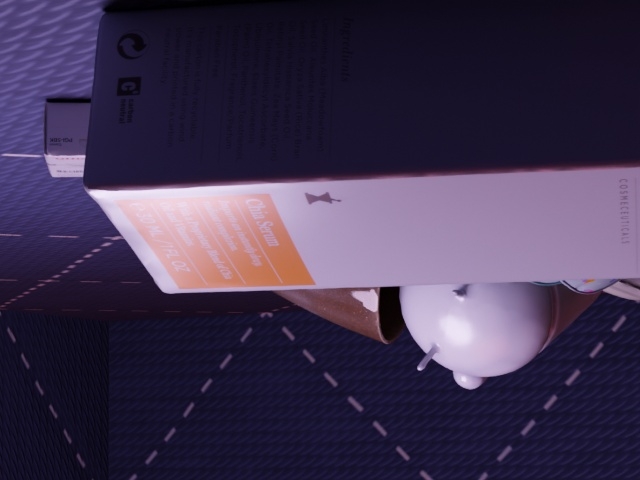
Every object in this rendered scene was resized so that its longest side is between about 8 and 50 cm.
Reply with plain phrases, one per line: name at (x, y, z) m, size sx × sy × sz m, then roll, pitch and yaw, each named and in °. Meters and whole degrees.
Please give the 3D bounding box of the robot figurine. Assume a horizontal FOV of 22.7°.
robot figurine at (0.230, 0.041, 1.983) m, size 0.199 × 0.300 × 0.353 m, roll 23°, pitch -146°, yaw 26°

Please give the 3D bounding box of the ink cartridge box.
ink cartridge box at (-0.231, -0.102, 1.635) m, size 0.099 × 0.056 × 0.135 m, roll 0°, pitch 173°, yaw -7°

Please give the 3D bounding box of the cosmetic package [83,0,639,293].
cosmetic package at (0.063, -0.074, 1.281) m, size 0.453 × 0.162 × 0.230 m, roll -3°, pitch 157°, yaw 11°

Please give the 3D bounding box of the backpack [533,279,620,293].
backpack at (0.279, -0.026, 1.715) m, size 0.188 × 0.144 × 0.166 m, roll -28°, pitch 151°, yaw 23°

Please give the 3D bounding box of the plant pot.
plant pot at (0.000, 0.000, 2.008) m, size 0.230 × 0.215 × 0.215 m, roll 12°, pitch 177°, yaw 17°

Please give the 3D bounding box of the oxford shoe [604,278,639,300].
oxford shoe at (0.521, 0.014, 2.423) m, size 0.449 × 0.169 × 0.130 m, roll 12°, pitch 126°, yaw -28°
